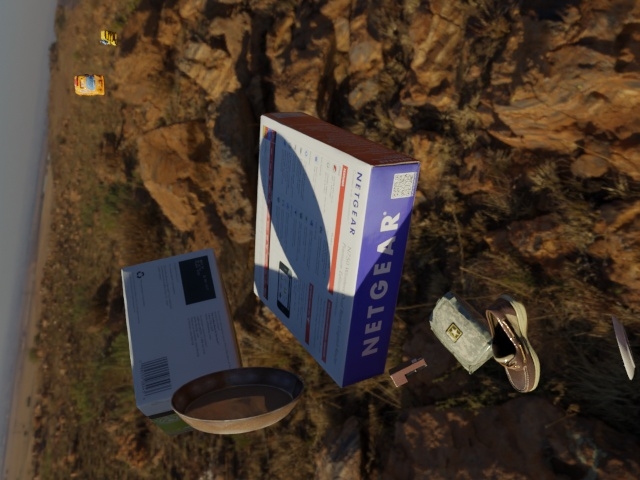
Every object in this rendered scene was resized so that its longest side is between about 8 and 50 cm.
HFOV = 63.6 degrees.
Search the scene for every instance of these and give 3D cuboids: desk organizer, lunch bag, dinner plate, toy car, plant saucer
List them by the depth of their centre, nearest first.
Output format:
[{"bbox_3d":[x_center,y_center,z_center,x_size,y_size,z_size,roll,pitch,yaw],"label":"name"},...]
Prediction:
[{"bbox_3d":[-0.103,0.203,0.656,0.168,0.168,0.029,8,102,60],"label":"plant saucer"},{"bbox_3d":[-0.390,-0.302,0.872,0.060,0.040,0.122,22,105,14],"label":"toy car"},{"bbox_3d":[0.651,0.225,1.105,0.017,0.141,0.141,-18,65,28],"label":"dinner plate"},{"bbox_3d":[0.303,0.445,1.767,0.050,0.130,0.047,61,-175,-8],"label":"desk organizer"},{"bbox_3d":[0.518,0.324,1.857,0.168,0.287,0.235,-37,62,-6],"label":"lunch bag"}]

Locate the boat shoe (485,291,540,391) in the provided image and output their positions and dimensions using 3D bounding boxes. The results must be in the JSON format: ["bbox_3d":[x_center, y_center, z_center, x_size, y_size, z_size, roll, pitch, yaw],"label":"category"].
[{"bbox_3d":[0.568,0.330,1.565,0.123,0.123,0.342,18,131,56],"label":"boat shoe"}]

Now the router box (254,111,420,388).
[{"bbox_3d":[0.000,0.000,0.801,0.301,0.082,0.336,37,129,49],"label":"router box"}]

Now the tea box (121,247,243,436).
[{"bbox_3d":[-0.310,0.251,1.234,0.324,0.219,0.329,92,162,-58],"label":"tea box"}]
